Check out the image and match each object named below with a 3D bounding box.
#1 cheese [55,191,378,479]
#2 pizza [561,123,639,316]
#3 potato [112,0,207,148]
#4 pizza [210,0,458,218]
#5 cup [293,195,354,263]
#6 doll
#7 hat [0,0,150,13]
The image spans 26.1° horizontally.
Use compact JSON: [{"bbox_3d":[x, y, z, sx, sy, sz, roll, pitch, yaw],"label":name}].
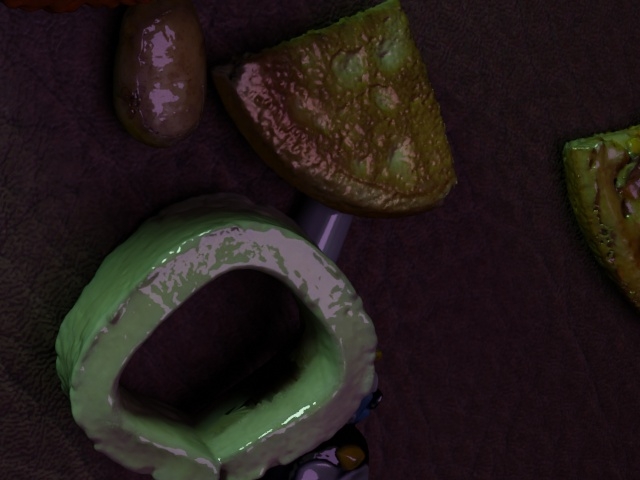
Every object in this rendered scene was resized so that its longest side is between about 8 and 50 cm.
[{"bbox_3d":[-0.119,0.123,1.536,0.332,0.153,0.292,-37,113,-2],"label":"cheese"},{"bbox_3d":[0.555,-0.083,1.983,0.406,0.130,0.440,-47,126,-10],"label":"pizza"},{"bbox_3d":[-0.172,-0.182,1.482,0.107,0.080,0.170,-18,118,-37],"label":"potato"},{"bbox_3d":[0.019,-0.120,1.597,0.268,0.087,0.257,-25,101,-32],"label":"pizza"},{"bbox_3d":[0.000,0.000,1.676,0.116,0.074,0.104,-65,151,-4],"label":"cup"},{"bbox_3d":[-0.005,0.277,1.716,0.177,0.141,0.314,11,96,-40],"label":"doll"},{"bbox_3d":[-0.243,-0.421,1.303,0.285,0.285,0.400,1,78,-35],"label":"hat"}]
